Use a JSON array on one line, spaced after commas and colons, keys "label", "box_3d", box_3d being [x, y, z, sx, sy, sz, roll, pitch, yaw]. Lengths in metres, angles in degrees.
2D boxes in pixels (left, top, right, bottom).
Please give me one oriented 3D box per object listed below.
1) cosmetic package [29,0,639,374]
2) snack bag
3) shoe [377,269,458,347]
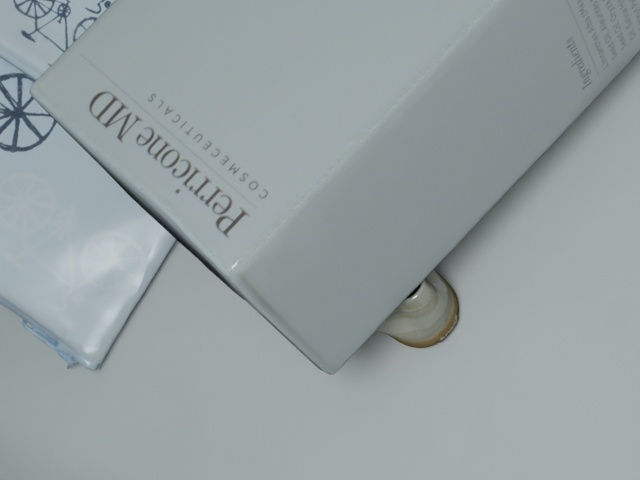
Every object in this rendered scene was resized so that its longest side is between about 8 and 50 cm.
[{"label": "cosmetic package", "box_3d": [0.063, -0.166, 1.017, 0.453, 0.161, 0.230, -47, 56, -4]}, {"label": "snack bag", "box_3d": [-0.212, -0.124, 1.175, 0.323, 0.037, 0.342, 33, 88, 7]}, {"label": "shoe", "box_3d": [0.000, 0.000, 1.084, 0.219, 0.058, 0.076, 29, 86, 30]}]
